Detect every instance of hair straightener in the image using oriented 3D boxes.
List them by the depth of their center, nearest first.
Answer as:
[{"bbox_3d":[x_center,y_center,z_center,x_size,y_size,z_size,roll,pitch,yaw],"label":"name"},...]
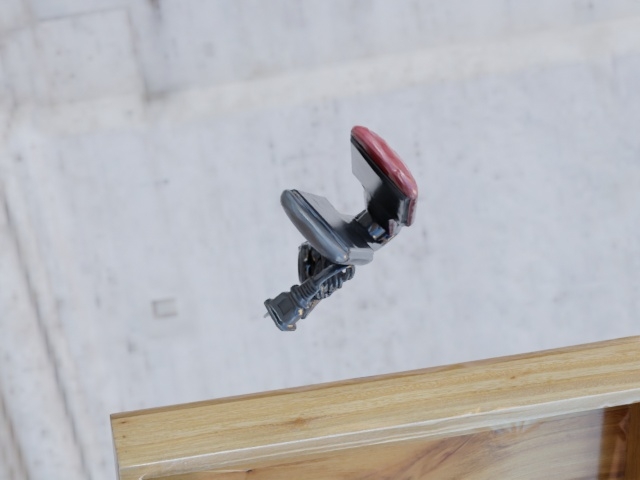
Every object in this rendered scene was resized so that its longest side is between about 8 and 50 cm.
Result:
[{"bbox_3d":[0.000,0.000,0.764,0.047,0.089,0.230,48,-2,1],"label":"hair straightener"}]

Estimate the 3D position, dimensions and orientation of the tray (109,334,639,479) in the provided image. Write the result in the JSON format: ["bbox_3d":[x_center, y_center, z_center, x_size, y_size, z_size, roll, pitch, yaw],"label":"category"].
[{"bbox_3d":[0.058,0.197,1.212,0.076,0.411,0.203,-114,-161,-57],"label":"tray"}]
